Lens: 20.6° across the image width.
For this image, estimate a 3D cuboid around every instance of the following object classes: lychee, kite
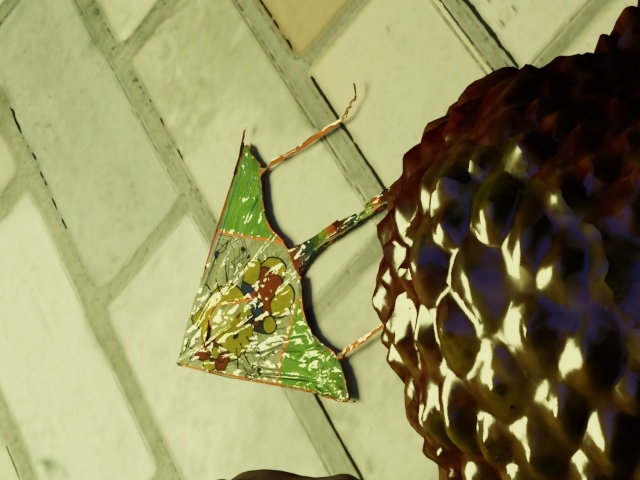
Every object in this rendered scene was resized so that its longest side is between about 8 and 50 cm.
[{"bbox_3d":[0.137,0.038,0.677,0.236,0.236,0.271,-6,87,42],"label":"lychee"},{"bbox_3d":[0.000,0.000,0.970,0.244,0.006,0.198,-39,52,28],"label":"kite"}]

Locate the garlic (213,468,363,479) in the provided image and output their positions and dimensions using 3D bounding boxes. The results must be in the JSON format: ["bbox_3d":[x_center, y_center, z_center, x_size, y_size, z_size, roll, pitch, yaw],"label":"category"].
[{"bbox_3d":[-0.043,0.200,0.763,0.207,0.257,0.207,-12,69,35],"label":"garlic"}]
